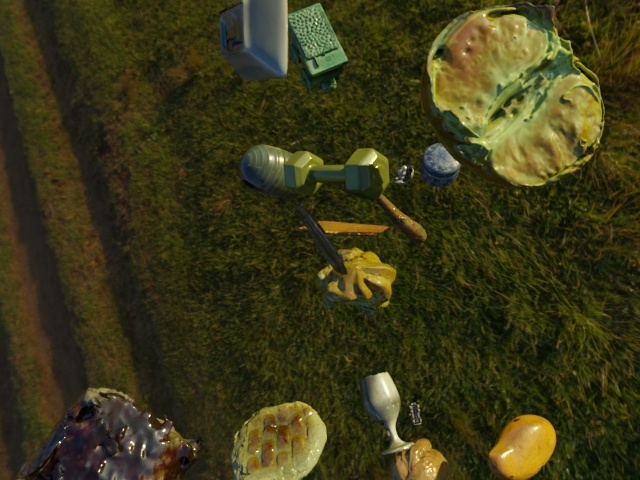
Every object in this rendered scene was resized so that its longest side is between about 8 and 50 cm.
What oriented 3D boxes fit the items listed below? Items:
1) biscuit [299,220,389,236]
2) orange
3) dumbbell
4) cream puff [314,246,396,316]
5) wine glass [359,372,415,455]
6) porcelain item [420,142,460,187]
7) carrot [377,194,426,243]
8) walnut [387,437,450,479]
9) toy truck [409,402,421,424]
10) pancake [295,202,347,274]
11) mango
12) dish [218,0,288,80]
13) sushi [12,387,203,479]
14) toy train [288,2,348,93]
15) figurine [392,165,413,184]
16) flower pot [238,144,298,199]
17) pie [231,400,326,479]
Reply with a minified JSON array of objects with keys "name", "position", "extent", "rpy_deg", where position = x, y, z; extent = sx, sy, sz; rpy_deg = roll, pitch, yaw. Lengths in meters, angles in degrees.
[{"name":"biscuit","position":[0.071,-0.036,1.297],"extent":[0.237,0.232,0.013],"rpy_deg":[4,99,18]},{"name":"orange","position":[0.325,-0.245,0.790],"extent":[0.334,0.196,0.262],"rpy_deg":[39,75,-11]},{"name":"dumbbell","position":[0.033,-0.167,1.099],"extent":[0.302,0.121,0.108],"rpy_deg":[10,82,45]},{"name":"cream puff","position":[0.153,0.138,1.703],"extent":[0.270,0.323,0.274],"rpy_deg":[-51,38,46]},{"name":"wine glass","position":[0.211,0.558,1.417],"extent":[0.126,0.126,0.241],"rpy_deg":[-29,64,24]},{"name":"porcelain item","position":[0.461,-0.291,1.676],"extent":[0.147,0.114,0.147],"rpy_deg":[-2,64,5]},{"name":"carrot","position":[0.205,-0.067,1.160],"extent":[0.049,0.254,0.049],"rpy_deg":[-35,34,28]},{"name":"walnut","position":[0.388,0.902,1.709],"extent":[0.224,0.257,0.257],"rpy_deg":[-1,81,33]},{"name":"toy truck","position":[0.382,0.699,1.763],"extent":[0.039,0.044,0.083],"rpy_deg":[-8,69,-2]},{"name":"pancake","position":[0.001,-0.001,0.978],"extent":[0.021,0.199,0.199],"rpy_deg":[-34,64,-6]},{"name":"mango","position":[0.678,0.709,1.489],"extent":[0.177,0.295,0.120],"rpy_deg":[69,160,0]},{"name":"dish","position":[-0.144,-0.412,0.860],"extent":[0.243,0.080,0.181],"rpy_deg":[33,128,58]},{"name":"sushi","position":[-0.421,0.472,0.858],"extent":[0.294,0.299,0.281],"rpy_deg":[-62,10,-29]},{"name":"toy train","position":[-0.021,-0.639,1.493],"extent":[0.145,0.202,0.266],"rpy_deg":[-24,83,-5]},{"name":"figurine","position":[0.367,-0.295,1.930],"extent":[0.094,0.082,0.086],"rpy_deg":[-112,32,-62]},{"name":"flower pot","position":[-0.155,-0.227,1.451],"extent":[0.189,0.243,0.157],"rpy_deg":[23,99,45]},{"name":"pie","position":[-0.128,0.601,1.301],"extent":[0.306,0.306,0.071],"rpy_deg":[10,124,32]}]
